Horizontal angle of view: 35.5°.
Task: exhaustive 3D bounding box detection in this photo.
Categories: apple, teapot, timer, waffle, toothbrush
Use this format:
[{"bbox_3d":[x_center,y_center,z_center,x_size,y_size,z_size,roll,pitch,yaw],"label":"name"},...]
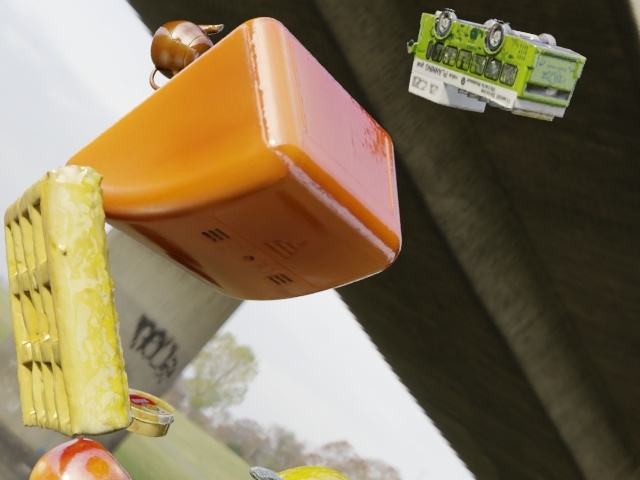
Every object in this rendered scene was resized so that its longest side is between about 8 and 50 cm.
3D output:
[{"bbox_3d":[-0.364,0.382,1.534,0.163,0.139,0.163,34,-39,33],"label":"apple"},{"bbox_3d":[-0.239,-0.329,1.785,0.116,0.173,0.116,31,-19,12],"label":"teapot"},{"bbox_3d":[-0.078,-0.044,0.972,0.257,0.250,0.161,38,38,-49],"label":"timer"},{"bbox_3d":[-0.236,0.060,0.901,0.248,0.055,0.221,-15,-98,63],"label":"waffle"},{"bbox_3d":[0.015,0.336,1.287,0.275,0.019,0.025,30,-1,-37],"label":"toothbrush"}]

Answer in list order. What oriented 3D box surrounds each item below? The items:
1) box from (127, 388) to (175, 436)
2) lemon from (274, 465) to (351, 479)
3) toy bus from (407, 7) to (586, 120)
[{"bbox_3d":[-0.270,0.256,1.487,0.105,0.037,0.105,21,4,-2],"label":"box"},{"bbox_3d":[-0.012,0.489,1.579,0.267,0.267,0.267,38,-14,11],"label":"lemon"},{"bbox_3d":[0.244,-0.251,1.454,0.113,0.139,0.301,6,16,-27],"label":"toy bus"}]
